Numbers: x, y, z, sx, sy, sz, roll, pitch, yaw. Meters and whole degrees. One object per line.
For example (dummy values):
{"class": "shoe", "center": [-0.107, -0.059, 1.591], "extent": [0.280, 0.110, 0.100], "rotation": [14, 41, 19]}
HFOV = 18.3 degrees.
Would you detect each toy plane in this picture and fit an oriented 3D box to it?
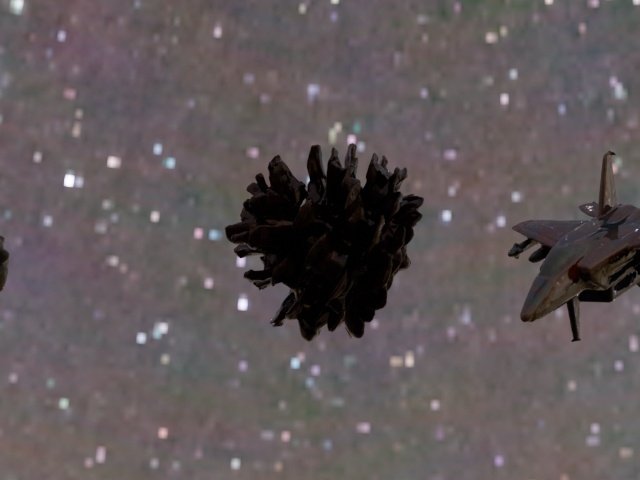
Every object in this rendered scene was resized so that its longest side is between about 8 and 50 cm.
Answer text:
{"class": "toy plane", "center": [0.248, 0.020, 1.791], "extent": [0.223, 0.326, 0.104], "rotation": [0, -64, 30]}

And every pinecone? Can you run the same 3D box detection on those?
{"class": "pinecone", "center": [0.001, -0.001, 1.325], "extent": [0.121, 0.140, 0.140], "rotation": [30, -39, -3]}

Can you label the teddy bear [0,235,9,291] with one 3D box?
{"class": "teddy bear", "center": [-0.394, -0.072, 1.621], "extent": [0.224, 0.357, 0.367], "rotation": [42, -51, 18]}
